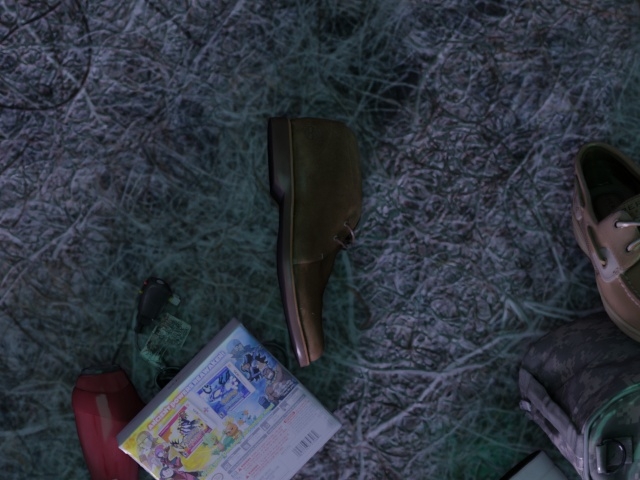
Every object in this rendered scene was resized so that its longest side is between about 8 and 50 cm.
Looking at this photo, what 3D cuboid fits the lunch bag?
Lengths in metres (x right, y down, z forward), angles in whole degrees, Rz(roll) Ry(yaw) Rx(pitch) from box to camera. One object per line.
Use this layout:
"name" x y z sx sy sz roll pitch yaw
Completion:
"lunch bag" 0.375 0.189 1.524 0.256 0.305 0.212 1 101 -5

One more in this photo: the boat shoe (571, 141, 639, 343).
"boat shoe" 0.354 0.003 1.512 0.122 0.341 0.110 -19 122 -4

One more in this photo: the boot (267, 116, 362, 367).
"boot" 0.000 0.000 1.647 0.115 0.112 0.305 -2 87 -9

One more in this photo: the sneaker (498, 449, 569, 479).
"sneaker" 0.195 0.389 1.627 0.290 0.106 0.123 -40 85 0

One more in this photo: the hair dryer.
"hair dryer" -0.193 0.212 1.658 0.224 0.080 0.293 33 91 2

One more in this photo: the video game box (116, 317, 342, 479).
"video game box" -0.109 0.229 1.636 0.205 0.048 0.187 -45 109 -5
